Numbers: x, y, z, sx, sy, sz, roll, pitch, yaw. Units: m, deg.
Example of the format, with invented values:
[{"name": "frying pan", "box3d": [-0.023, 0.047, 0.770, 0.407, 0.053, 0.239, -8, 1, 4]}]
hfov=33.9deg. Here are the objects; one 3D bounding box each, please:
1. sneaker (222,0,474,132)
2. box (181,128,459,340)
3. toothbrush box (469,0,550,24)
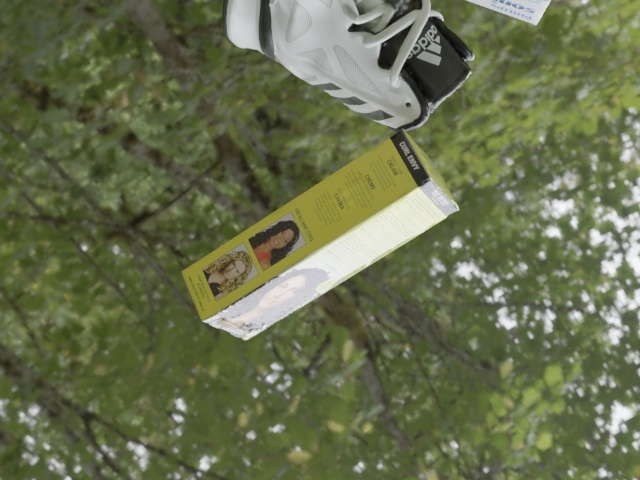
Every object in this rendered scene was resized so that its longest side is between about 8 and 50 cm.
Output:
[{"name": "sneaker", "box3d": [0.049, -0.260, 0.947, 0.169, 0.257, 0.447, -52, 171, -18]}, {"name": "box", "box3d": [0.000, 0.000, 0.913, 0.232, 0.087, 0.058, -33, -117, 13]}, {"name": "toothbrush box", "box3d": [0.214, -0.404, 1.282, 0.295, 0.216, 0.126, 102, 9, -81]}]
